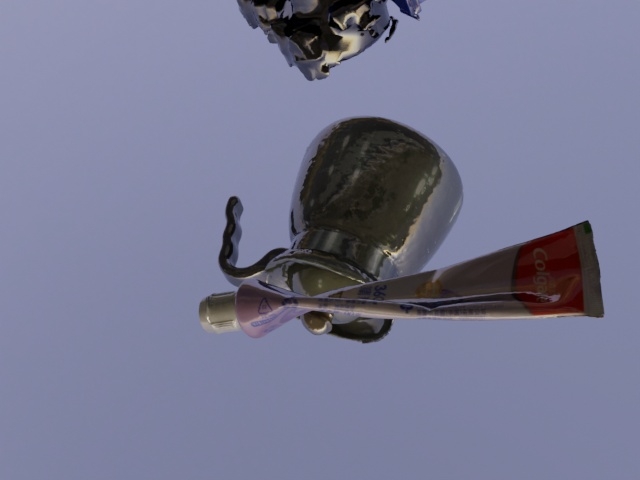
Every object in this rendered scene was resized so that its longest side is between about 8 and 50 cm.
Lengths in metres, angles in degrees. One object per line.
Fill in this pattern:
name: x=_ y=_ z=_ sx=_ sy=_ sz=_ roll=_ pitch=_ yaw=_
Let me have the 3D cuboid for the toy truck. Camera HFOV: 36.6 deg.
toy truck: x=0.021 y=-0.216 z=0.579 sx=0.177 sy=0.161 sz=0.213 roll=-27 pitch=-147 yaw=-6

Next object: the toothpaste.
toothpaste: x=0.050 y=0.039 z=0.707 sx=0.301 sy=0.048 sz=0.075 roll=-8 pitch=-157 yaw=19

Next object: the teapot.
teapot: x=0.008 y=-0.010 z=1.261 sx=0.305 sy=0.223 sz=0.285 roll=23 pitch=-122 yaw=4
